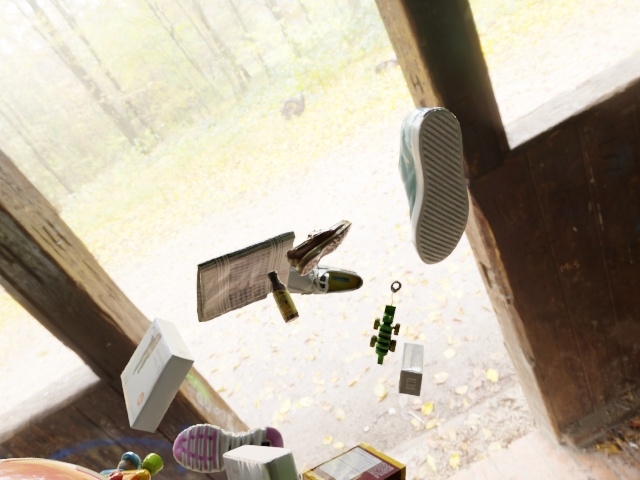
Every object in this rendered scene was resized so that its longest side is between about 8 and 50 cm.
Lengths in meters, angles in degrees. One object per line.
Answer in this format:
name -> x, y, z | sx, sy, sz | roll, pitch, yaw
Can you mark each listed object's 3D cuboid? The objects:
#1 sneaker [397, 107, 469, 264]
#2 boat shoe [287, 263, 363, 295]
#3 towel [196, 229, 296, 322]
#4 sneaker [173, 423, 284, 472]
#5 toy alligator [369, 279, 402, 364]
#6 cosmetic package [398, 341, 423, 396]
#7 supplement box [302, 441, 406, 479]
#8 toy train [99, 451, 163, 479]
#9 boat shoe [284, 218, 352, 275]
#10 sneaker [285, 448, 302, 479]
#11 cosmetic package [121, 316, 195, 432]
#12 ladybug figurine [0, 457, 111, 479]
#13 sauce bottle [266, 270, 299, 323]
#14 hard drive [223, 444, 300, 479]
sneaker -> 0.251, -0.127, 0.946 | 0.136, 0.365, 0.150 | -9, 25, -10
boat shoe -> -0.003, 0.159, 1.589 | 0.368, 0.135, 0.156 | 7, -2, -14
towel -> -0.231, 0.125, 1.263 | 0.313, 0.324, 0.056 | -21, 60, -29
sneaker -> -0.204, 0.473, 0.909 | 0.237, 0.104, 0.095 | 6, 50, -10
toy alligator -> 0.142, 0.178, 0.866 | 0.056, 0.189, 0.051 | 12, 4, 13
cosmetic package -> 0.413, 0.577, 1.842 | 0.108, 0.127, 0.238 | 5, 16, 11
supplement box -> 0.074, 0.584, 0.879 | 0.194, 0.191, 0.129 | -2, 3, -41
toy train -> -0.410, 0.541, 0.916 | 0.248, 0.105, 0.143 | -17, 3, 22
boat shoe -> 0.000, 0.000, 0.855 | 0.060, 0.064, 0.178 | 39, 55, 19
sneaker -> -0.122, 0.957, 1.642 | 0.130, 0.296, 0.111 | 5, 28, 26
cosmetic package -> -0.635, 0.494, 1.560 | 0.377, 0.098, 0.284 | 20, 82, 57
ladybug figurine -> -0.424, 0.488, 0.583 | 0.161, 0.450, 0.304 | -54, 15, 47
sauce bottle -> -0.093, 0.134, 0.972 | 0.042, 0.128, 0.042 | -26, -18, -9
hard drive -> -0.039, 0.406, 0.469 | 0.040, 0.307, 0.203 | -9, -19, -30
